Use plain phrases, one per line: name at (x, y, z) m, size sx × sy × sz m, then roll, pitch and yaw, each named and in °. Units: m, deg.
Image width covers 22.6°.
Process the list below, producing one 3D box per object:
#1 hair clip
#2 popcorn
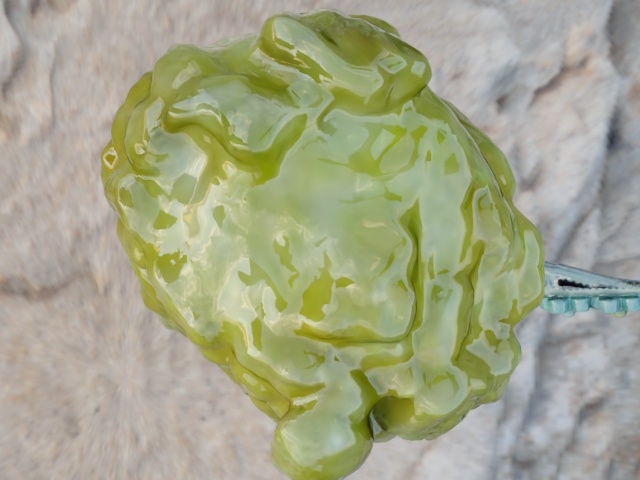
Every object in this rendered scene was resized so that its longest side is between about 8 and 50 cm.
hair clip at (0.225, 0.040, 1.248) m, size 0.173 × 0.049 × 0.049 m, roll 5°, pitch 84°, yaw 21°
popcorn at (0.000, 0.000, 0.899) m, size 0.235 × 0.242 × 0.250 m, roll -22°, pitch 92°, yaw 29°
